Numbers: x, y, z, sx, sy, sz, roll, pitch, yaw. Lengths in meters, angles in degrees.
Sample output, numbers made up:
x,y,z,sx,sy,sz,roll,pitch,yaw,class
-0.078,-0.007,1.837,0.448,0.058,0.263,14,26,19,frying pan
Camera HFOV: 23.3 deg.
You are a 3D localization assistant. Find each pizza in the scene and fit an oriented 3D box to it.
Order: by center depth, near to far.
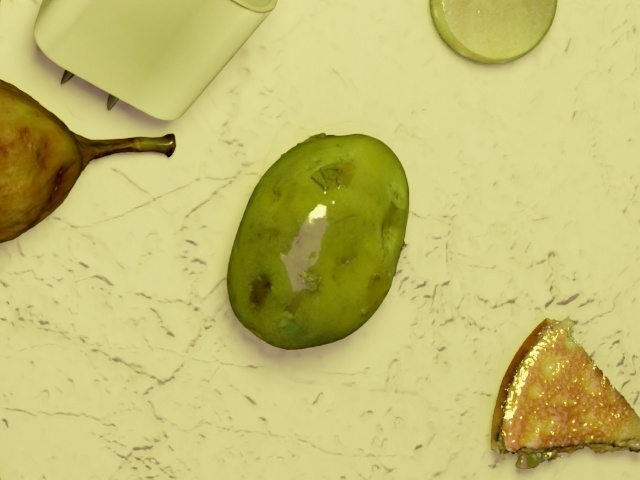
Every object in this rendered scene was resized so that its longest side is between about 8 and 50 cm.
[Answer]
x,y,z,sx,sy,sz,roll,pitch,yaw,class
0.301,0.198,1.823,0.195,0.052,0.185,26,87,-8,pizza

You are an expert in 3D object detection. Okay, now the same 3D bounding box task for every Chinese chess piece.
x,y,z,sx,sy,sz,roll,pitch,yaw,class
0.193,-0.269,1.730,0.144,0.058,0.144,-1,100,-8,Chinese chess piece

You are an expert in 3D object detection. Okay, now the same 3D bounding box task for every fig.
x,y,z,sx,sy,sz,roll,pitch,yaw,class
-0.300,-0.069,1.631,0.290,0.190,0.190,18,96,-28,fig

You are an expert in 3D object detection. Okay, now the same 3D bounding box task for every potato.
x,y,z,sx,sy,sz,roll,pitch,yaw,class
0.000,0.000,1.698,0.186,0.148,0.253,42,82,-29,potato

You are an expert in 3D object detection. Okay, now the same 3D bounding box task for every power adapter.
x,y,z,sx,sy,sz,roll,pitch,yaw,class
-0.185,-0.229,1.608,0.187,0.124,0.255,29,131,-21,power adapter
